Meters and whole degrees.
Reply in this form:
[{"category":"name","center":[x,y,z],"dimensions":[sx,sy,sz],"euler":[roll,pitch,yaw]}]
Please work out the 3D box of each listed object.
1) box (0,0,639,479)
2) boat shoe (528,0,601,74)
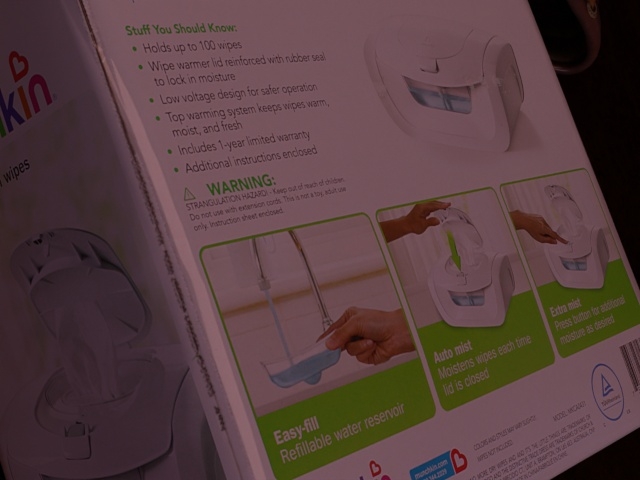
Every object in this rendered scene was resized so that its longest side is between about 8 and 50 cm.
[{"category":"box","center":[0.000,0.000,0.474],"dimensions":[0.262,0.127,0.231],"euler":[-14,81,-49]},{"category":"boat shoe","center":[0.042,-0.179,0.619],"dimensions":[0.342,0.123,0.123],"euler":[24,53,-45]}]
